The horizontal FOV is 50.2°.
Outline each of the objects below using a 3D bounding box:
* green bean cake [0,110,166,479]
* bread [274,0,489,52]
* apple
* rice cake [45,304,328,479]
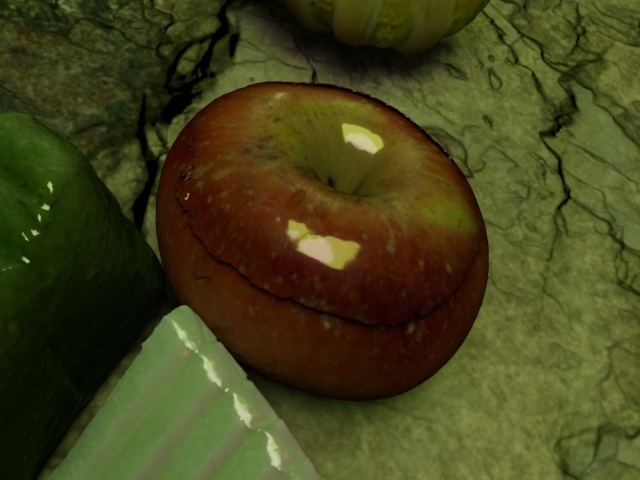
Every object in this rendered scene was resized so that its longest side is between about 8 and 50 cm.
[{"bbox_3d":[-0.215,0.051,0.466,0.124,0.248,0.222,28,63,7],"label":"green bean cake"},{"bbox_3d":[0.038,-0.344,0.765,0.332,0.160,0.333,4,61,-7],"label":"bread"},{"bbox_3d":[0.000,0.000,0.560,0.271,0.206,0.252,17,50,-4],"label":"apple"},{"bbox_3d":[-0.102,0.181,0.479,0.198,0.037,0.189,-45,77,12],"label":"rice cake"}]
